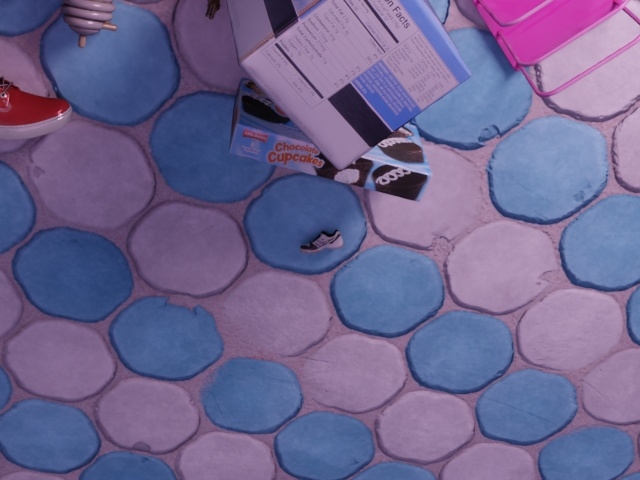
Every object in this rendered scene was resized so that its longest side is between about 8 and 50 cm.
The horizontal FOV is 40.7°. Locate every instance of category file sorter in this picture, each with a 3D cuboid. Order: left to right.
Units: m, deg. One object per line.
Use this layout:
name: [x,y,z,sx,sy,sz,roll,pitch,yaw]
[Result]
file sorter: [0.332,-0.394,1.303,0.202,0.182,0.291,-32,119,16]

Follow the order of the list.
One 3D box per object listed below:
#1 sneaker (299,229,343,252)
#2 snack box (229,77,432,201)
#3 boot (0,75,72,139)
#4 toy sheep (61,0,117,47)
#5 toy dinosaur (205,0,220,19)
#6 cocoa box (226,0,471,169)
sneaker: [0.000,0.000,1.631,0.083,0.032,0.037,-12,109,-1]
snack box: [0.014,-0.169,1.427,0.322,0.187,0.060,13,121,-12]
boot: [-0.535,-0.260,1.402,0.244,0.088,0.176,1,121,1]
toy sheep: [-0.359,-0.365,1.343,0.091,0.091,0.132,9,103,-9]
toy dinosaur: [-0.166,-0.439,1.337,0.092,0.053,0.183,8,126,-28]
cocoa box: [0.023,-0.322,1.219,0.228,0.347,0.231,-34,128,16]
